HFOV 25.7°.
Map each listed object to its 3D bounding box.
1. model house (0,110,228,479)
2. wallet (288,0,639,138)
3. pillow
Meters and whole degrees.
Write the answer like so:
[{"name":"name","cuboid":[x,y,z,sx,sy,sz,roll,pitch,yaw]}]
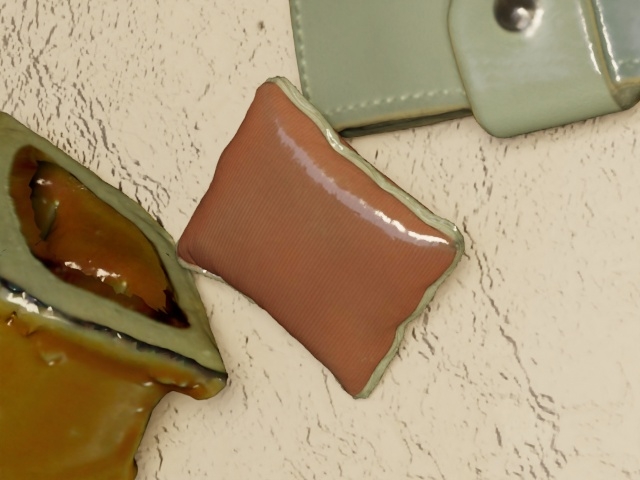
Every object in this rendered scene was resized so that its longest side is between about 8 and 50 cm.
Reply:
[{"name":"model house","cuboid":[-0.220,0.074,1.041,0.239,0.173,0.268,-57,37,27]},{"name":"wallet","cuboid":[0.136,-0.195,0.904,0.360,0.083,0.252,-9,81,26]},{"name":"pillow","cuboid":[0.000,0.000,0.958,0.179,0.075,0.171,40,127,12]}]
